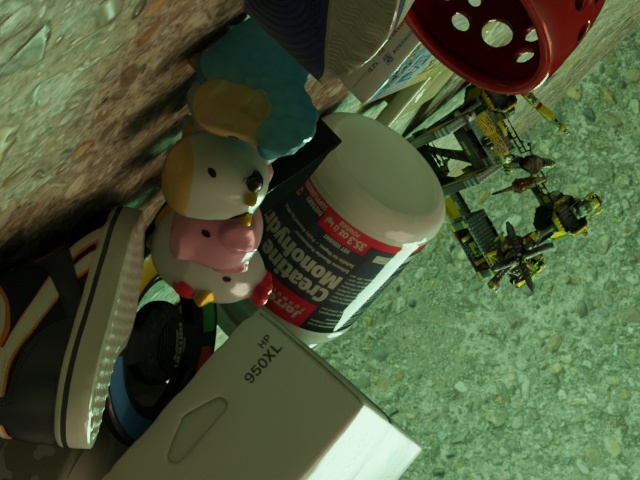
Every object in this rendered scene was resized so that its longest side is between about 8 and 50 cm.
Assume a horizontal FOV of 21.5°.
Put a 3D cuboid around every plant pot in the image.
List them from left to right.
[{"bbox_3d":[0.185,-0.256,1.555,0.174,0.191,0.191,-43,173,-24],"label":"plant pot"}]

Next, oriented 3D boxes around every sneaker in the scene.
[{"bbox_3d":[-0.228,0.058,1.444,0.321,0.127,0.126,-80,176,-65],"label":"sneaker"},{"bbox_3d":[0.083,-0.258,1.242,0.182,0.127,0.315,-33,166,-43],"label":"sneaker"}]

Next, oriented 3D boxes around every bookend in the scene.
[{"bbox_3d":[-0.080,-0.053,1.728,0.157,0.072,0.156,-37,171,-44],"label":"bookend"}]

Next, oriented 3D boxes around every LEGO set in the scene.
[{"bbox_3d":[0.284,-0.099,2.475,0.255,0.331,0.192,-25,-178,-25],"label":"LEGO set"}]

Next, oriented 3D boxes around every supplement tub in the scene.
[{"bbox_3d":[0.000,0.000,1.979,0.272,0.191,0.191,-49,171,33],"label":"supplement tub"}]

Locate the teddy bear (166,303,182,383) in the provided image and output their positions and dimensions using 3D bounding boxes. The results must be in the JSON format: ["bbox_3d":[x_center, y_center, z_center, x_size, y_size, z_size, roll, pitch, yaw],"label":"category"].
[{"bbox_3d":[-0.239,0.223,2.271,0.338,0.113,0.245,-46,175,24],"label":"teddy bear"}]

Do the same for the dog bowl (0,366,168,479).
[{"bbox_3d":[-0.271,0.284,1.888,0.349,0.102,0.349,-50,150,-43],"label":"dog bowl"}]

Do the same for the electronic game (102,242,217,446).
[{"bbox_3d":[-0.173,0.110,1.804,0.229,0.048,0.229,-27,120,-60],"label":"electronic game"}]

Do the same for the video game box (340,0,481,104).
[{"bbox_3d":[0.131,-0.244,1.874,0.187,0.048,0.205,-50,170,27],"label":"video game box"}]

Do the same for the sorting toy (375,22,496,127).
[{"bbox_3d":[0.147,-0.226,2.121,0.193,0.038,0.208,-49,175,38],"label":"sorting toy"}]

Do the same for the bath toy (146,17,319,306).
[{"bbox_3d":[-0.080,-0.038,1.476,0.151,0.129,0.348,-41,166,-27],"label":"bath toy"}]

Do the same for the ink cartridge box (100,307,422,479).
[{"bbox_3d":[-0.061,0.266,1.898,0.285,0.166,0.395,-50,161,-3],"label":"ink cartridge box"}]
